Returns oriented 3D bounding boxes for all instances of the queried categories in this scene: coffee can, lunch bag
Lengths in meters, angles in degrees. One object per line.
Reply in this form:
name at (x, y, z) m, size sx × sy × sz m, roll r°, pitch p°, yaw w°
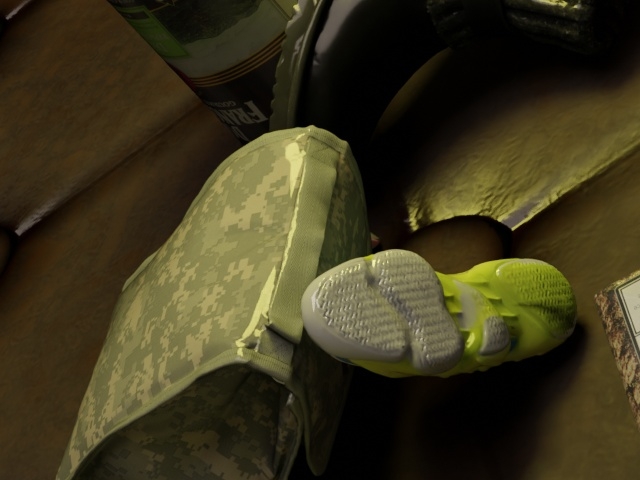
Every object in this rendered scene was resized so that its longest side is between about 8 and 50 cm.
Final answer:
coffee can at (-0.072, -0.232, 1.825) m, size 0.201 × 0.275 × 0.201 m, roll -29°, pitch 34°, yaw 22°
lunch bag at (-0.060, 0.079, 1.483) m, size 0.287 × 0.169 × 0.235 m, roll -49°, pitch 20°, yaw 47°

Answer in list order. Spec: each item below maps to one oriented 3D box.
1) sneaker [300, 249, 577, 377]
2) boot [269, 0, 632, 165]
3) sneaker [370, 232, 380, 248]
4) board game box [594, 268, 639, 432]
sneaker at (0.066, 0.068, 1.408) m, size 0.126 × 0.240 × 0.091 m, roll -32°, pitch 62°, yaw 49°
boot at (0.116, -0.178, 1.666) m, size 0.260 × 0.131 × 0.348 m, roll 18°, pitch 89°, yaw 17°
sneaker at (0.000, 0.000, 1.698) m, size 0.057 × 0.047 × 0.119 m, roll -59°, pitch 32°, yaw -3°
board game box at (0.312, 0.115, 1.054) m, size 0.232 × 0.141 × 0.291 m, roll -30°, pitch 48°, yaw 21°
